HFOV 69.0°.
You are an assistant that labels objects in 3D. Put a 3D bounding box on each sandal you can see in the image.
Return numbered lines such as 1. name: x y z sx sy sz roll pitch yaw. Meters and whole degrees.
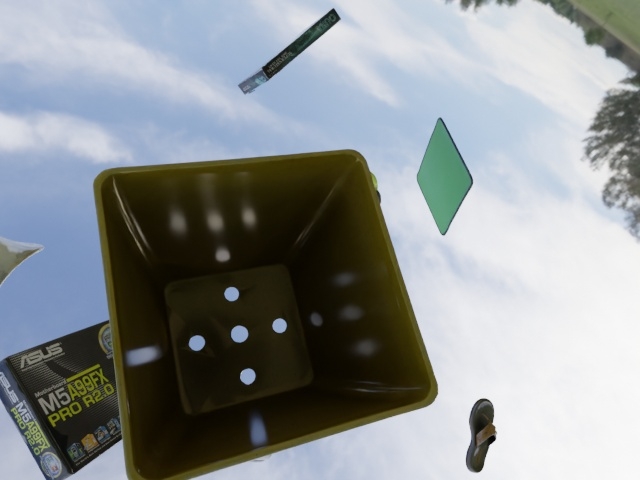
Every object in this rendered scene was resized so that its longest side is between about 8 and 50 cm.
1. sandal: 0.471 0.568 1.345 0.090 0.060 0.220 14 -95 -27

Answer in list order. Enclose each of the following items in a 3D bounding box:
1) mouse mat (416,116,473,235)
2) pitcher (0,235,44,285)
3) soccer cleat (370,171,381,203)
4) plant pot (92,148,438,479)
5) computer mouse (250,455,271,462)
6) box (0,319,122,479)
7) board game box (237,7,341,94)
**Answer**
1. mouse mat: 0.226 -0.114 0.869 0.007 0.190 0.153 -12 -118 -8
2. pitcher: -0.349 -0.010 0.354 0.207 0.177 0.125 44 -145 -22
3. soccer cleat: -0.001 0.001 0.719 0.093 0.289 0.121 -20 -125 -39
4. plant pot: -0.062 0.067 0.411 0.212 0.187 0.212 -8 -109 -21
5. computer mouse: -0.173 0.346 0.823 0.042 0.192 0.106 51 -139 -61
6. box: -0.420 0.273 0.856 0.216 0.060 0.270 58 -162 5
7. board game box: -0.059 -0.341 0.847 0.186 0.126 0.026 -46 -67 -17
